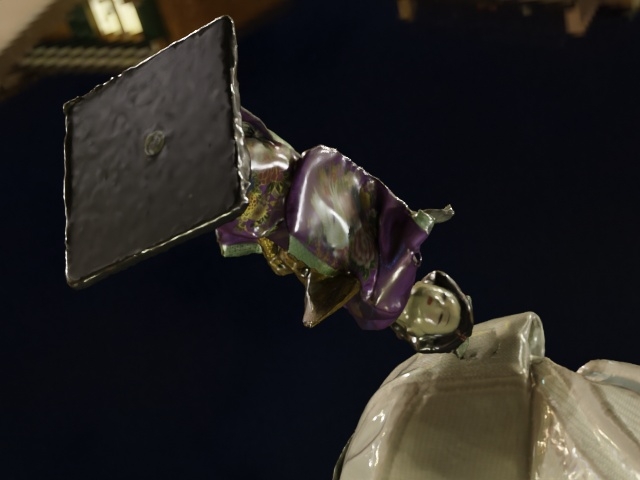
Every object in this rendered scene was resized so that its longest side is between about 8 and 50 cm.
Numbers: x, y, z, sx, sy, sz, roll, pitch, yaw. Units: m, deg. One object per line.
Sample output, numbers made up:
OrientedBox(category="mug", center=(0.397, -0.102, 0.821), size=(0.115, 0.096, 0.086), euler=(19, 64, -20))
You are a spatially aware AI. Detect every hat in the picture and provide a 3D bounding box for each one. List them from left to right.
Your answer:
OrientedBox(category="hat", center=(0.083, 0.160, 0.695), size=(0.164, 0.220, 0.226), euler=(-6, -170, 0))

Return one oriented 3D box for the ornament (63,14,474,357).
OrientedBox(category="ornament", center=(0.005, -0.004, 0.576), size=(0.081, 0.203, 0.088), euler=(-27, -128, 36))
